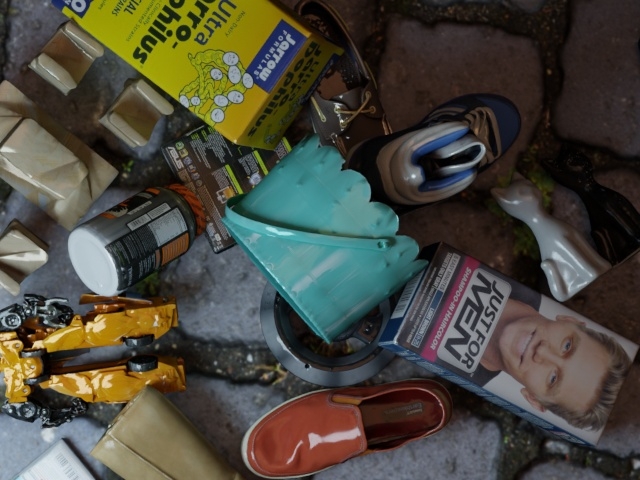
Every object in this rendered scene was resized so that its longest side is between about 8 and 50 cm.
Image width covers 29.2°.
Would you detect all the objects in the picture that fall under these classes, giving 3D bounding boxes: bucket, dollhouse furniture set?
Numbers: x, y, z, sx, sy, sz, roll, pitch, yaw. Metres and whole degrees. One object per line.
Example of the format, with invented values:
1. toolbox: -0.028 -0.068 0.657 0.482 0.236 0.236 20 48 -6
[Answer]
1. bucket: 0.000 0.000 1.757 0.183 0.281 0.281 -41 87 -6
2. dollhouse furniture set: -0.498 -0.186 1.849 0.394 0.256 0.362 41 84 -19

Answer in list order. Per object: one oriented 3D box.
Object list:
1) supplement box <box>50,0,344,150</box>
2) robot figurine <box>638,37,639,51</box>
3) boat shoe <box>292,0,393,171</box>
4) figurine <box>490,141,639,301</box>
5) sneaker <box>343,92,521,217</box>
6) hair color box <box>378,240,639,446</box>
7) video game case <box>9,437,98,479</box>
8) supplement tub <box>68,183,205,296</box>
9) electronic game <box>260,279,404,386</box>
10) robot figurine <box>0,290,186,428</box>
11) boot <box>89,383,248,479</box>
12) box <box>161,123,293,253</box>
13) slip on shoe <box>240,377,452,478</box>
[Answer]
1. supplement box: -0.176 -0.315 1.805 0.356 0.195 0.194 37 101 11
2. robot figurine: 0.621 -0.312 1.901 0.174 0.209 0.278 -10 84 -17
3. boat shoe: 0.035 -0.223 1.902 0.117 0.097 0.324 -22 85 -6
4. figurine: 0.379 -0.038 1.876 0.215 0.092 0.209 -28 76 -37
5. sneaker: 0.212 -0.132 1.798 0.323 0.236 0.130 -20 103 -23
6. hair color box: 0.282 0.156 1.844 0.347 0.105 0.173 27 80 -8
7. video game case: -0.397 0.440 1.847 0.193 0.023 0.212 -40 88 -6
8. supplement tub: -0.269 -0.006 1.823 0.190 0.117 0.117 -34 86 -40
9. electronic game: 0.021 0.111 1.889 0.229 0.048 0.229 1 78 -3
10. robot figurine: -0.352 0.169 1.833 0.291 0.085 0.211 -5 105 -4
11. boot: -0.229 0.383 1.805 0.269 0.089 0.236 41 81 -9
12. box: -0.125 -0.102 1.909 0.184 0.045 0.190 -28 85 -8
13. slip on shoe: 0.041 0.280 1.847 0.331 0.101 0.123 -13 86 -3
